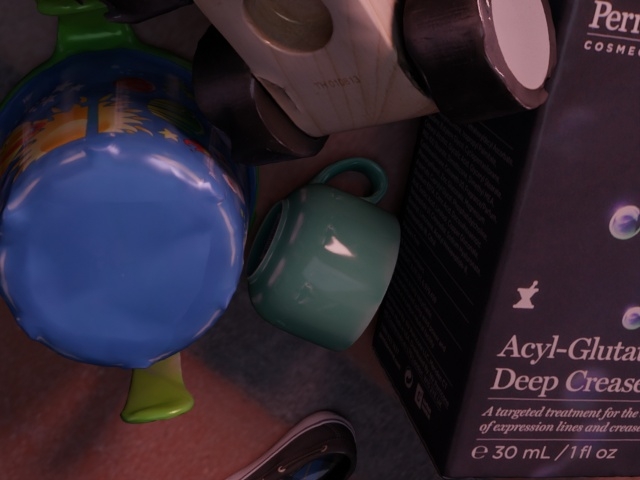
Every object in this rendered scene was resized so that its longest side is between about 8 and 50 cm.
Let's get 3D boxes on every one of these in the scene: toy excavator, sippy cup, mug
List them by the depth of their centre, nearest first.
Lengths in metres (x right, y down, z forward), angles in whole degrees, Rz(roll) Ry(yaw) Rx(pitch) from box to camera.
[{"bbox_3d":[-0.005,-0.336,0.660,0.222,0.445,0.433,-10,137,35],"label":"toy excavator"},{"bbox_3d":[-0.152,-0.021,0.772,0.240,0.224,0.305,-43,111,5],"label":"sippy cup"},{"bbox_3d":[-0.004,0.009,0.873,0.097,0.158,0.129,23,128,-15],"label":"mug"}]

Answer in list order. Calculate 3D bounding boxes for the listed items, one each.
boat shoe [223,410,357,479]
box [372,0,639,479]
[{"bbox_3d":[-0.050,0.261,0.969,0.228,0.076,0.080,-41,111,5],"label":"boat shoe"},{"bbox_3d":[0.239,-0.024,0.826,0.293,0.212,0.395,3,113,-16],"label":"box"}]
